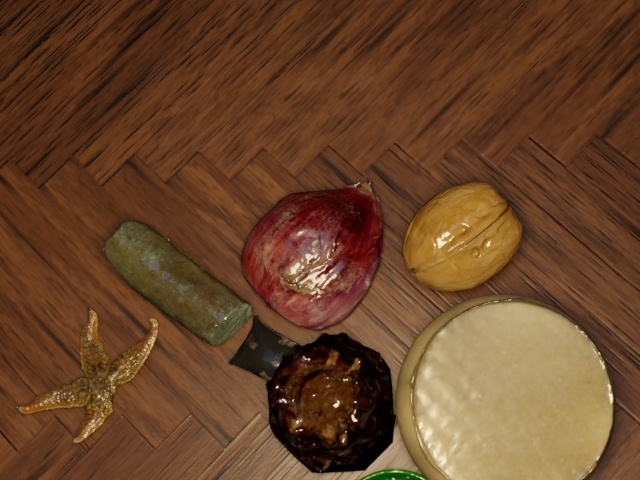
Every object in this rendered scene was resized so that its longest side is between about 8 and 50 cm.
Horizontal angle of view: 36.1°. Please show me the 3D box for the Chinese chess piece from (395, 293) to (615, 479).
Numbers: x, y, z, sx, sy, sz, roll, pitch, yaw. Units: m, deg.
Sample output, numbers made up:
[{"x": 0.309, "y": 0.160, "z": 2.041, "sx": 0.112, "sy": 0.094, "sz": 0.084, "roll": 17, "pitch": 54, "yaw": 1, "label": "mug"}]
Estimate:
[{"x": 0.285, "y": 0.251, "z": 1.523, "sx": 0.338, "sy": 0.140, "sz": 0.338, "roll": 0, "pitch": 80, "yaw": -2, "label": "Chinese chess piece"}]

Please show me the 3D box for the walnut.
[{"x": 0.230, "y": -0.004, "z": 1.608, "sx": 0.197, "sy": 0.165, "sz": 0.165, "roll": -30, "pitch": 74, "yaw": -11, "label": "walnut"}]

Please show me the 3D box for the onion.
[{"x": 0.000, "y": 0.000, "z": 1.649, "sx": 0.227, "sy": 0.120, "sz": 0.283, "roll": 36, "pitch": 80, "yaw": 9, "label": "onion"}]

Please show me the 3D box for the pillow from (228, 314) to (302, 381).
[{"x": -0.069, "y": 0.199, "z": 1.636, "sx": 0.150, "sy": 0.048, "sz": 0.090, "roll": 27, "pitch": 71, "yaw": 11, "label": "pillow"}]

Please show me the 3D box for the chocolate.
[{"x": 0.021, "y": 0.252, "z": 1.519, "sx": 0.206, "sy": 0.177, "sz": 0.224, "roll": -1, "pitch": 83, "yaw": -5, "label": "chocolate"}]

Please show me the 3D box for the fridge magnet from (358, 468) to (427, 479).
[{"x": 0.117, "y": 0.459, "z": 1.524, "sx": 0.208, "sy": 0.088, "sz": 0.208, "roll": -1, "pitch": 70, "yaw": 3, "label": "fridge magnet"}]

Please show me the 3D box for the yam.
[{"x": -0.244, "y": 0.073, "z": 1.659, "sx": 0.259, "sy": 0.106, "sz": 0.106, "roll": 36, "pitch": 81, "yaw": 14, "label": "yam"}]

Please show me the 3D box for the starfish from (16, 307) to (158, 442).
[{"x": -0.382, "y": 0.219, "z": 1.663, "sx": 0.138, "sy": 0.050, "sz": 0.247, "roll": 30, "pitch": 72, "yaw": 13, "label": "starfish"}]
